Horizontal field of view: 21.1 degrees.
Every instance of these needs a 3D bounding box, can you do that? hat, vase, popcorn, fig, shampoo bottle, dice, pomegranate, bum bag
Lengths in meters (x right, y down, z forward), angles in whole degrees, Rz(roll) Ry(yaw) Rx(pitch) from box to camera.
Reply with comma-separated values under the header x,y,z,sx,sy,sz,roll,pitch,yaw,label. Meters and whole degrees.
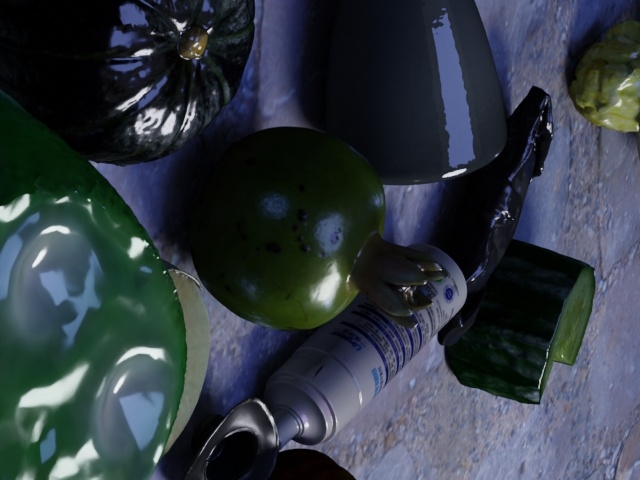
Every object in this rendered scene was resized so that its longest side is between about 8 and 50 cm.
x,y,z,sx,sy,sz,roll,pitch,yaw,label
-0.091,0.192,1.608,0.121,0.050,0.121,-25,134,-30,hat
0.073,-0.226,1.583,0.173,0.173,0.321,-36,127,-45,vase
0.373,-0.185,2.097,0.141,0.135,0.162,67,5,-68,popcorn
-0.033,0.280,1.684,0.149,0.202,0.148,-73,156,-61,fig
0.035,0.116,1.741,0.303,0.092,0.092,-43,138,-40,shampoo bottle
-0.275,0.069,1.039,0.300,0.287,0.297,-54,141,-27,dice
-0.001,0.001,1.499,0.187,0.225,0.187,-54,159,-32,pomegranate
0.189,-0.027,1.927,0.137,0.074,0.310,98,15,-84,bum bag

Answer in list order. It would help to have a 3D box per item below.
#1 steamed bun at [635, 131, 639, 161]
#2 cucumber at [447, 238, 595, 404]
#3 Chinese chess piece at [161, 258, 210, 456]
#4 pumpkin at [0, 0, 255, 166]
x,y,z,sx,sy,sz,roll,pitch,yaw,label
0.525,-0.166,2.199,0.206,0.324,0.324,2,107,-15,steamed bun
0.244,0.085,2.039,0.191,0.130,0.191,-45,146,-42,cucumber
-0.170,0.101,1.421,0.188,0.083,0.188,-28,125,-51,Chinese chess piece
-0.146,-0.159,1.252,0.220,0.162,0.221,-25,124,-45,pumpkin
